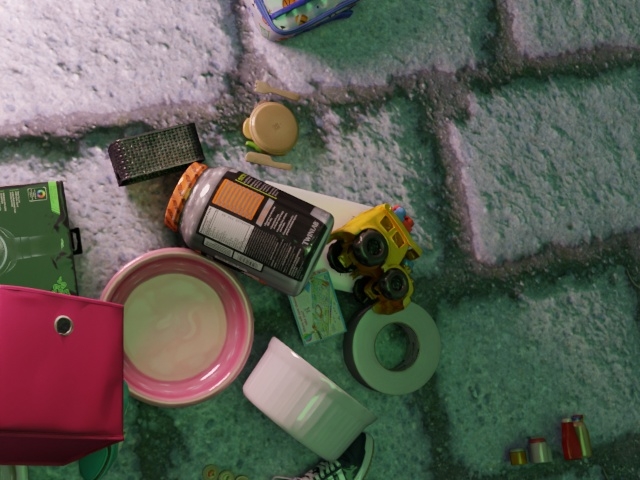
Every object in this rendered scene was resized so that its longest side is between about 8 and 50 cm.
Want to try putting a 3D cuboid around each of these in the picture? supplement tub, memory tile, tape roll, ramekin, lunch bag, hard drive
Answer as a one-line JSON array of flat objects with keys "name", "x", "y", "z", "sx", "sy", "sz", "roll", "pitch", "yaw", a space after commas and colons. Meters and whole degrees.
[{"name": "supplement tub", "x": -0.147, "y": -0.030, "z": 1.692, "sx": 0.316, "sy": 0.193, "sz": 0.193, "roll": 26, "pitch": 78, "yaw": 4}, {"name": "memory tile", "x": -0.224, "y": 0.566, "z": 1.762, "sx": 0.113, "sy": 0.012, "sz": 0.148, "roll": 25, "pitch": 78, "yaw": -15}, {"name": "tape roll", "x": 0.164, "y": 0.244, "z": 1.885, "sx": 0.219, "sy": 0.072, "sz": 0.219, "roll": 2, "pitch": 84, "yaw": -18}, {"name": "ramekin", "x": -0.030, "y": 0.337, "z": 1.715, "sx": 0.277, "sy": 0.277, "sz": 0.135, "roll": 39, "pitch": 83, "yaw": -12}, {"name": "lunch bag", "x": -0.034, "y": -0.600, "z": 1.868, "sx": 0.303, "sy": 0.115, "sz": 0.243, "roll": -30, "pitch": 98, "yaw": -17}, {"name": "hard drive", "x": 0.000, "y": 0.000, "z": 1.847, "sx": 0.308, "sy": 0.040, "sz": 0.202, "roll": 13, "pitch": 85, "yaw": -14}]

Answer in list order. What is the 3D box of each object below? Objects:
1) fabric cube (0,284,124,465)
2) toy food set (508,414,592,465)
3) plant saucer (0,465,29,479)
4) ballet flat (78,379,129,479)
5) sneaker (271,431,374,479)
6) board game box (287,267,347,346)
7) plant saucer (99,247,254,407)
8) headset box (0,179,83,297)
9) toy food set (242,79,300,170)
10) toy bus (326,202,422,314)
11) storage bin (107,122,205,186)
[{"name": "fabric cube", "x": -0.527, "y": 0.256, "z": 1.487, "sx": 0.254, "sy": 0.259, "sz": 0.258, "roll": 16, "pitch": 58, "yaw": -39}, {"name": "toy food set", "x": 0.567, "y": 0.481, "z": 1.983, "sx": 0.232, "sy": 0.111, "sz": 0.104, "roll": -1, "pitch": 74, "yaw": -17}, {"name": "plant saucer", "x": -0.763, "y": 0.462, "z": 1.546, "sx": 0.401, "sy": 0.100, "sz": 0.400, "roll": 1, "pitch": 86, "yaw": -19}, {"name": "ballet flat", "x": -0.425, "y": 0.379, "z": 1.648, "sx": 0.087, "sy": 0.083, "sz": 0.247, "roll": -19, "pitch": 131, "yaw": -50}, {"name": "sneaker", "x": -0.006, "y": 0.520, "z": 1.793, "sx": 0.153, "sy": 0.099, "sz": 0.282, "roll": 36, "pitch": 79, "yaw": -14}, {"name": "board game box", "x": -0.011, "y": 0.149, "z": 1.825, "sx": 0.104, "sy": 0.026, "sz": 0.154, "roll": -19, "pitch": 109, "yaw": -6}, {"name": "plant saucer", "x": -0.309, "y": 0.183, "z": 1.728, "sx": 0.332, "sy": 0.084, "sz": 0.332, "roll": 2, "pitch": 84, "yaw": -18}, {"name": "headset box", "x": -0.618, "y": 0.019, "z": 1.613, "sx": 0.283, "sy": 0.131, "sz": 0.246, "roll": -7, "pitch": 88, "yaw": -19}, {"name": "toy food set", "x": -0.112, "y": -0.254, "z": 1.857, "sx": 0.133, "sy": 0.038, "sz": 0.192, "roll": 13, "pitch": 76, "yaw": -24}, {"name": "toy bus", "x": 0.147, "y": 0.024, "z": 1.806, "sx": 0.211, "sy": 0.149, "sz": 0.220, "roll": -40, "pitch": 100, "yaw": -30}, {"name": "storage bin", "x": -0.346, "y": -0.181, "z": 1.723, "sx": 0.180, "sy": 0.122, "sz": 0.084, "roll": -16, "pitch": 91, "yaw": -19}]
